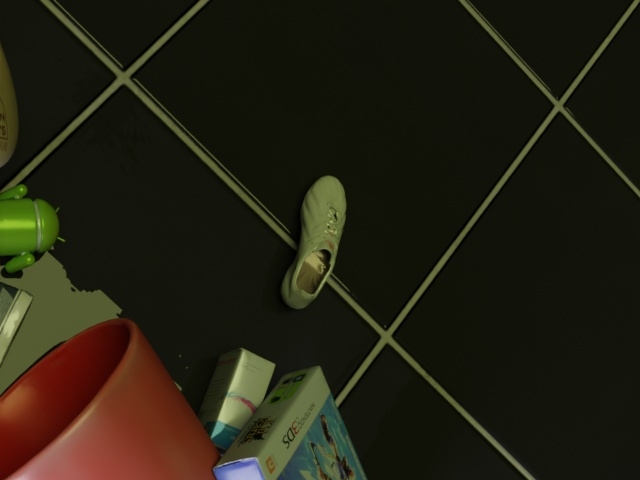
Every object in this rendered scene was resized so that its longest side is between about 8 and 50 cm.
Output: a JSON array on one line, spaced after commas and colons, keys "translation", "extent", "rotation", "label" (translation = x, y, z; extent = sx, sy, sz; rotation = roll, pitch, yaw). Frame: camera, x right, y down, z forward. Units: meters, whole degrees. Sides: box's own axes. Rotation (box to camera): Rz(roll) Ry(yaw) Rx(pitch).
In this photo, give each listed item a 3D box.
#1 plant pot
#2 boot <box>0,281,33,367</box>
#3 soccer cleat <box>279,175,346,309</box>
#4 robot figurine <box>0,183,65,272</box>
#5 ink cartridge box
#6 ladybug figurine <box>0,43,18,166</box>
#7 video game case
[{"translation": [-0.230, 0.262, 1.142], "extent": [0.243, 0.275, 0.275], "rotation": [51, 63, -19], "label": "plant pot"}, {"translation": [-0.405, 0.129, 1.191], "extent": [0.086, 0.069, 0.190], "rotation": [25, 62, -10], "label": "boot"}, {"translation": [0.000, 0.000, 1.399], "extent": [0.068, 0.076, 0.196], "rotation": [25, 69, -19], "label": "soccer cleat"}, {"translation": [-0.362, -0.016, 1.235], "extent": [0.115, 0.067, 0.101], "rotation": [-4, 72, -26], "label": "robot figurine"}, {"translation": [-0.111, 0.202, 1.295], "extent": [0.052, 0.088, 0.123], "rotation": [25, 69, -18], "label": "ink cartridge box"}, {"translation": [-0.485, -0.247, 1.130], "extent": [0.161, 0.305, 0.449], "rotation": [-26, 86, 11], "label": "ladybug figurine"}, {"translation": [-0.008, 0.319, 1.233], "extent": [0.270, 0.061, 0.244], "rotation": [67, 22, -10], "label": "video game case"}]
